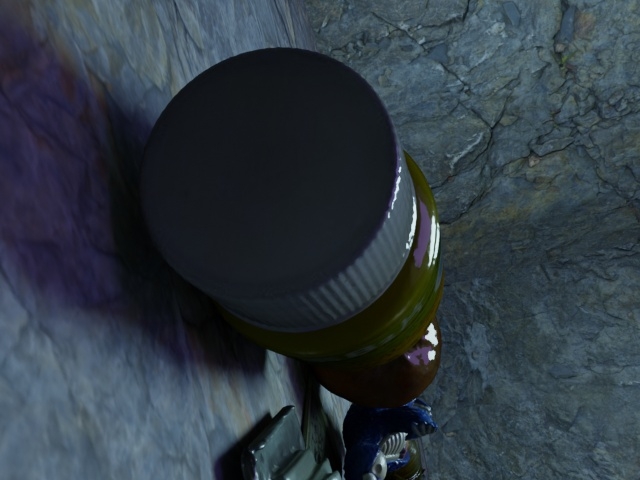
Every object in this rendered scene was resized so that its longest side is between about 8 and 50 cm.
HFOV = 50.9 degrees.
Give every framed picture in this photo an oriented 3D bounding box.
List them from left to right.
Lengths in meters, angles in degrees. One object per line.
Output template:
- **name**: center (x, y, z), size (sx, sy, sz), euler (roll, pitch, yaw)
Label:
- **framed picture**: center (0.003, 0.313, 0.890), size (0.231, 0.010, 0.173), euler (-86, 161, -65)

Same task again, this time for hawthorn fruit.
- **hawthorn fruit**: center (0.060, 0.157, 0.997), size (0.251, 0.199, 0.199), euler (131, -49, -63)

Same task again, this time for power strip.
- **power strip**: center (-0.004, 0.266, 0.642), size (0.213, 0.065, 0.198), euler (13, 61, -81)

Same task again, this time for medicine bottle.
- **medicine bottle**: center (0.000, 0.000, 0.630), size (0.384, 0.224, 0.224), euler (54, 24, -70)

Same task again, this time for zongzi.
- **zongzi**: center (0.125, 0.432, 1.224), size (0.242, 0.112, 0.221), euler (-52, 131, -67)

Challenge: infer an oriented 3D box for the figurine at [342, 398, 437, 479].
- **figurine**: center (0.083, 0.295, 1.000), size (0.121, 0.164, 0.262), euler (38, -2, 11)
